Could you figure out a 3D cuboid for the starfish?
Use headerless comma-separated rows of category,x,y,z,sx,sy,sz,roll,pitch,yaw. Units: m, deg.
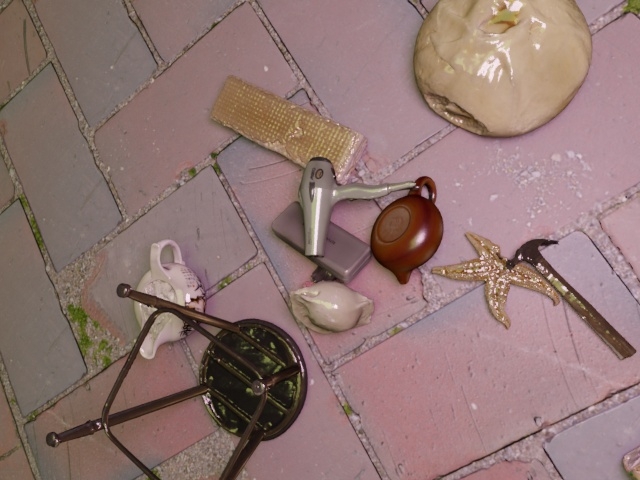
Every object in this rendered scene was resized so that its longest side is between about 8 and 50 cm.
starfish,0.377,0.090,1.017,0.247,0.050,0.138,40,99,20

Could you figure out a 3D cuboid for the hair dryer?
hair dryer,0.057,-0.055,1.048,0.267,0.092,0.229,19,87,23

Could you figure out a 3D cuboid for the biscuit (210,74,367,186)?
biscuit,-0.090,-0.284,1.208,0.426,0.078,0.143,29,97,21

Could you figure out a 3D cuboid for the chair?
chair,-0.244,0.337,1.033,0.365,0.410,0.361,28,94,21

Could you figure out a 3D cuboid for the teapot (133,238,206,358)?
teapot,-0.411,0.146,1.254,0.209,0.166,0.299,1,96,32

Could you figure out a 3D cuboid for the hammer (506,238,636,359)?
hammer,0.518,0.120,0.960,0.125,0.027,0.297,-37,77,-8

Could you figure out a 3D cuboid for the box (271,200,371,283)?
box,0.000,0.000,1.132,0.244,0.055,0.103,33,67,27

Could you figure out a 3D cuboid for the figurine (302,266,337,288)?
figurine,0.001,0.103,1.149,0.129,0.054,0.072,-46,55,10

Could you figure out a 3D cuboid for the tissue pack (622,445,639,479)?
tissue pack,0.699,0.448,0.843,0.186,0.090,0.222,-43,74,10

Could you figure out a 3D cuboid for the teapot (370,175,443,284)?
teapot,0.210,-0.026,1.060,0.178,0.135,0.251,5,67,49

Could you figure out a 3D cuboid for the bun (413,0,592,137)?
bun,0.371,-0.405,0.983,0.365,0.202,0.363,-2,84,18

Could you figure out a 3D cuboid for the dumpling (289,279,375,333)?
dumpling,0.022,0.166,1.097,0.181,0.111,0.154,21,127,18
